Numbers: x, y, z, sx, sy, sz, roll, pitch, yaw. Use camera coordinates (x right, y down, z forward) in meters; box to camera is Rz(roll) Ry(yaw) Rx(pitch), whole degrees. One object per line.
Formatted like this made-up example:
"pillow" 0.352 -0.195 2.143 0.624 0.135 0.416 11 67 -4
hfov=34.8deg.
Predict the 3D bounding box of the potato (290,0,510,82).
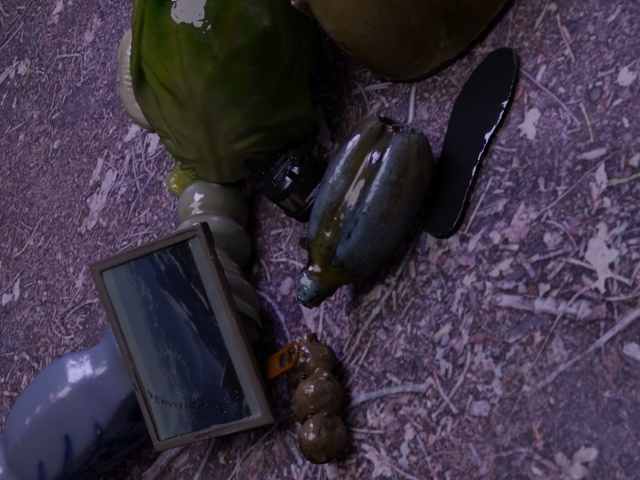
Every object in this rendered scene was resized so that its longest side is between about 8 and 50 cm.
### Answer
"potato" 0.093 -0.516 1.654 0.385 0.319 0.442 -29 48 35

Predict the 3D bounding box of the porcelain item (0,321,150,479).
"porcelain item" -0.423 0.315 1.855 0.405 0.242 0.178 -45 69 18

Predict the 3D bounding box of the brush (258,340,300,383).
"brush" -0.105 0.224 1.656 0.314 0.017 0.090 -39 47 53

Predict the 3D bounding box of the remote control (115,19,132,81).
"remote control" -0.414 -0.436 2.300 0.313 0.055 0.109 -97 19 -69

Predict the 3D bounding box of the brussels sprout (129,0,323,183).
"brussels sprout" -0.174 -0.354 1.789 0.342 0.361 0.426 -13 60 9

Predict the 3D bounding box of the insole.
"insole" 0.226 -0.149 1.542 0.110 0.012 0.310 9 78 49

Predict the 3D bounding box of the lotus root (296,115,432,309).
"lotus root" 0.063 -0.037 1.578 0.158 0.140 0.322 32 103 27

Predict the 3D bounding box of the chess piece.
"chess piece" -0.191 0.031 1.808 0.182 0.182 0.330 -33 43 34

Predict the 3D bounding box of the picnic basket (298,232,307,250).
"picnic basket" 0.000 0.000 1.682 0.083 0.065 0.083 -29 34 31

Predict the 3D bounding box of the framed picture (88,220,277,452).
"framed picture" -0.225 0.161 1.645 0.247 0.022 0.335 -18 92 29

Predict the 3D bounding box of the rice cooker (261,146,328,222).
"rice cooker" -0.036 -0.096 1.732 0.112 0.106 0.165 -53 17 -3

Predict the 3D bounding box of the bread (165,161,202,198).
"bread" -0.222 -0.133 1.963 0.114 0.111 0.129 -45 -2 36

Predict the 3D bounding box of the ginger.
"ginger" -0.006 0.242 1.549 0.104 0.080 0.204 -54 36 36

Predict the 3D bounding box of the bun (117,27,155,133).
"bun" -0.303 -0.347 2.111 0.259 0.160 0.259 3 103 14
